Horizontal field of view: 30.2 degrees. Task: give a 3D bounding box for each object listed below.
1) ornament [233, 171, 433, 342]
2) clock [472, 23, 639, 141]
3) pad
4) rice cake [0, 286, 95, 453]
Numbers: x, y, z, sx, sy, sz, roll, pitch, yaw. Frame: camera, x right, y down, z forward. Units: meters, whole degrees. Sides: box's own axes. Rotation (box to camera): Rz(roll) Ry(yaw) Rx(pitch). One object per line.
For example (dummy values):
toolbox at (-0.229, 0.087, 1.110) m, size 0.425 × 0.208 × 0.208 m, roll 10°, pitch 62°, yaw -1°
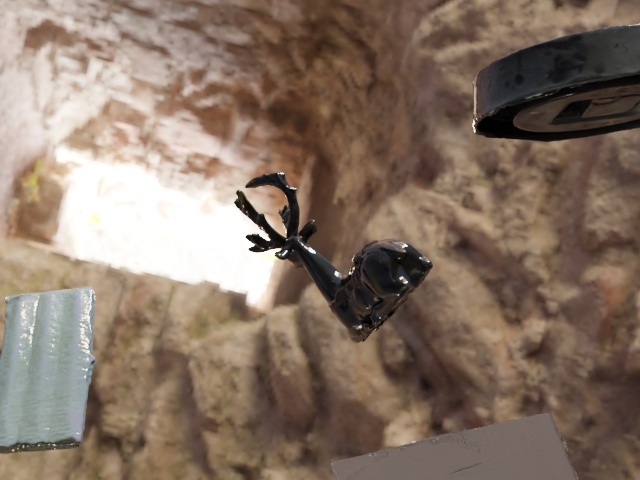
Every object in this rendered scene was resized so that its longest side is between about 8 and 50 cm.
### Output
ornament at (0.000, 0.000, 1.364) m, size 0.080 × 0.236 × 0.202 m, roll -41°, pitch 172°, yaw -30°
clock at (0.345, -0.188, 1.464) m, size 0.325 × 0.324 × 0.067 m, roll 135°, pitch -51°, yaw -78°
pad at (0.140, 0.240, 1.204) m, size 0.004 × 0.232 × 0.156 m, roll -93°, pitch 162°, yaw -44°
rice cake at (-0.344, 0.158, 1.485) m, size 0.043 × 0.127 × 0.237 m, roll 91°, pitch -5°, yaw -52°
